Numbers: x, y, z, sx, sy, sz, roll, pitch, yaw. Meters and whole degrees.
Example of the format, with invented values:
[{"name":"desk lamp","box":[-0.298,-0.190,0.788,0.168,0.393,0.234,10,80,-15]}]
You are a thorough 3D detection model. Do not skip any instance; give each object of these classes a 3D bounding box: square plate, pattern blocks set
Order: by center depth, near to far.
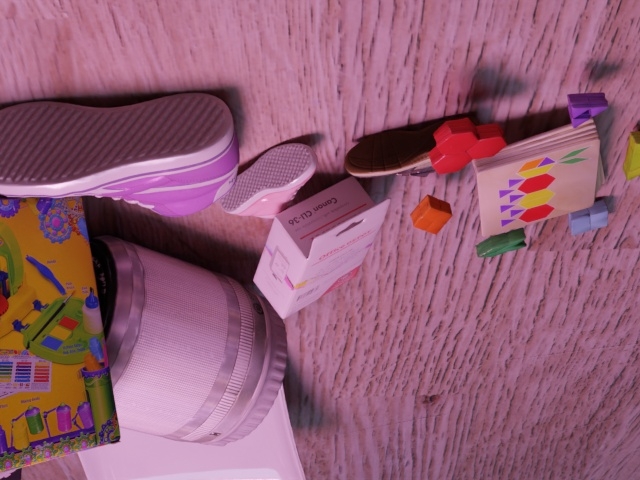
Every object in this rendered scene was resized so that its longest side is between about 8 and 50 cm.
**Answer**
[{"name":"pattern blocks set","box":[0.239,-0.068,1.362,0.285,0.026,0.325,-12,155,-5]},{"name":"square plate","box":[-0.211,0.290,1.909,0.347,0.049,0.344,-6,128,7]}]

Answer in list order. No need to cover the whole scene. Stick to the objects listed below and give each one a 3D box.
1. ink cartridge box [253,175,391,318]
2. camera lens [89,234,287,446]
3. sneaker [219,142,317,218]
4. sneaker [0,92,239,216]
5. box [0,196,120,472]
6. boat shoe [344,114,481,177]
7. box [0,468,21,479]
[{"name":"ink cartridge box","box":[0.000,0.000,1.422,0.115,0.067,0.198,-29,162,-26]},{"name":"camera lens","box":[-0.207,0.127,1.531,0.274,0.219,0.219,21,144,-37]},{"name":"sneaker","box":[-0.042,-0.064,1.372,0.134,0.051,0.070,-28,153,32]},{"name":"sneaker","box":[-0.224,-0.067,1.298,0.282,0.102,0.161,-2,155,0]},{"name":"box","box":[-0.392,0.106,1.294,0.177,0.279,0.290,-10,178,42]},{"name":"boat shoe","box":[0.103,-0.089,1.323,0.152,0.056,0.049,-11,145,16]},{"name":"box","box":[-0.590,0.389,2.076,0.163,0.142,0.247,6,152,-18]}]
